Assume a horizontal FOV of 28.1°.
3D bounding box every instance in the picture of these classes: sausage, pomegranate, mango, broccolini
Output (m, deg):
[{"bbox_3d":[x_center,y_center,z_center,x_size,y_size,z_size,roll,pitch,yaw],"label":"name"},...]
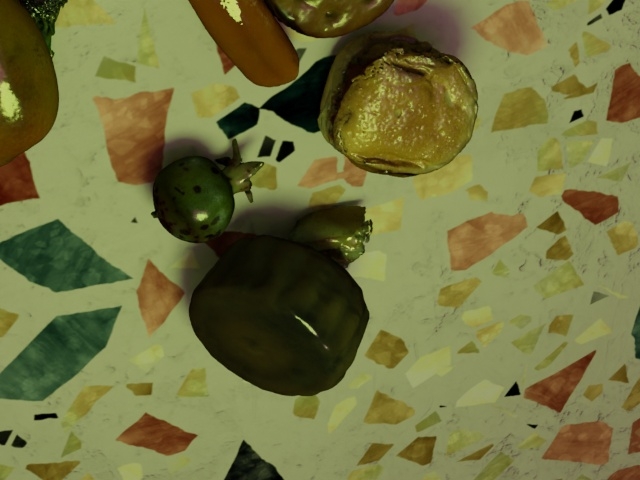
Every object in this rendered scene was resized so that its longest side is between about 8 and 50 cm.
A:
[{"bbox_3d":[-0.113,-0.312,1.856,0.098,0.098,0.238,-34,135,6],"label":"sausage"},{"bbox_3d":[-0.187,-0.076,2.006,0.169,0.148,0.148,-44,145,-37],"label":"pomegranate"},{"bbox_3d":[-0.465,-0.243,1.703,0.211,0.173,0.317,4,127,28],"label":"mango"},{"bbox_3d":[-0.393,-0.262,1.799,0.067,0.058,0.216,-5,130,-23],"label":"broccolini"}]

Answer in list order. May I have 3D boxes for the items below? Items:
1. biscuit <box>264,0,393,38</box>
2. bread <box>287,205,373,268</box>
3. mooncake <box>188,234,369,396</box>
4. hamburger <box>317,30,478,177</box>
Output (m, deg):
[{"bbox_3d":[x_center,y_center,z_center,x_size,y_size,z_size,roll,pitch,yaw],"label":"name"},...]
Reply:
[{"bbox_3d":[0.019,-0.390,1.862,0.220,0.066,0.220,-12,132,-13],"label":"biscuit"},{"bbox_3d":[0.002,-0.005,2.167,0.110,0.103,0.156,29,113,-27],"label":"bread"},{"bbox_3d":[-0.064,0.119,2.118,0.290,0.161,0.290,20,145,15],"label":"mooncake"},{"bbox_3d":[0.115,-0.214,1.994,0.244,0.163,0.244,-8,124,-12],"label":"hamburger"}]
